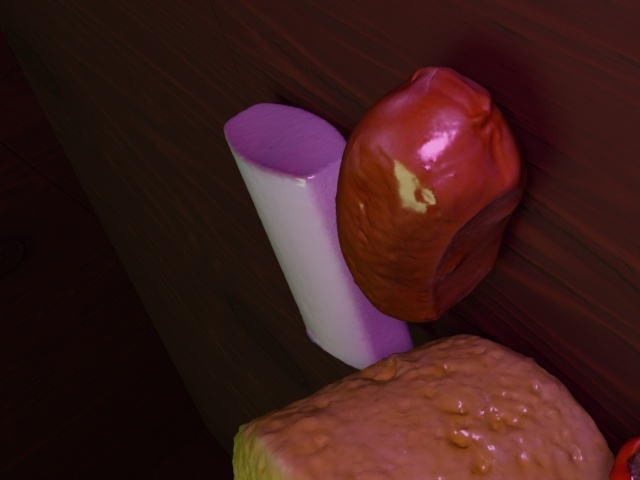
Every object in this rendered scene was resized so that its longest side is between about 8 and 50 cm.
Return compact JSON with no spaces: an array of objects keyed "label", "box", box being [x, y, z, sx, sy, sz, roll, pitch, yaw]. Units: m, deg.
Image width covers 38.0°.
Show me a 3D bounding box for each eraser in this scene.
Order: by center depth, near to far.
[{"label":"eraser","box":[0.000,0.000,0.978,0.174,0.095,0.270,34,153,48]}]

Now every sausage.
[{"label":"sausage","box":[0.073,-0.028,0.694,0.133,0.133,0.258,48,162,20]}]

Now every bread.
[{"label":"bread","box":[0.100,0.265,0.850,0.348,0.307,0.348,54,163,25]}]

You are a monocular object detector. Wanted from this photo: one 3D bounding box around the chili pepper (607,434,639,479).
[{"label":"chili pepper","box":[0.251,0.179,0.665,0.084,0.086,0.192,43,163,50]}]
